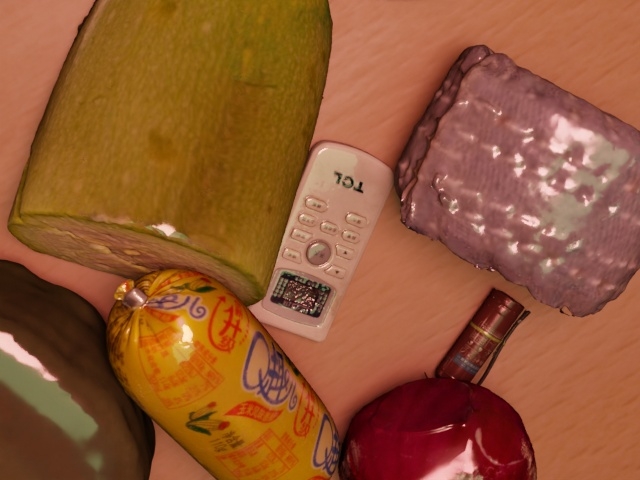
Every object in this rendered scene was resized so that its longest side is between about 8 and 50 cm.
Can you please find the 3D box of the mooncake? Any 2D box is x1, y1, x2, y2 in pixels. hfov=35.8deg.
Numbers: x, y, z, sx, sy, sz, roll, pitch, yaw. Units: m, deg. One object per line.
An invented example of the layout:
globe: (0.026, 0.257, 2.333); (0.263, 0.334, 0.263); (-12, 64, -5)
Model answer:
mooncake: (-0.323, 0.189, 0.857); (0.356, 0.194, 0.356); (-2, 101, -8)

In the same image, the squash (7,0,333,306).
squash: (-0.115, -0.126, 0.879); (0.233, 0.210, 0.309); (18, 72, -13)

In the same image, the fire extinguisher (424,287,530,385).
fire extinguisher: (0.154, 0.111, 1.002); (0.056, 0.039, 0.132); (33, 97, -8)

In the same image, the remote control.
remote control: (0.000, 0.000, 0.948); (0.087, 0.029, 0.190); (22, 99, -15)

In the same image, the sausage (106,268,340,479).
sausage: (-0.076, 0.142, 0.880); (0.123, 0.123, 0.347); (-34, 135, 0)

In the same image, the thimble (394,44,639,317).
thimble: (0.190, -0.052, 0.877); (0.236, 0.205, 0.172); (26, 100, -21)

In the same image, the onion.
onion: (0.096, 0.229, 0.923); (0.195, 0.218, 0.140); (-9, 119, 26)
